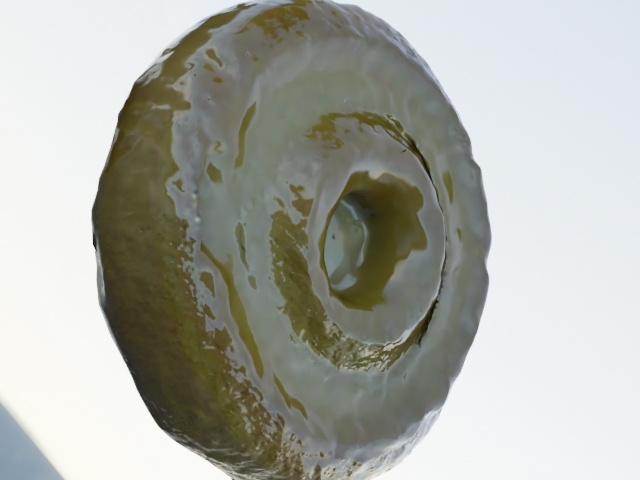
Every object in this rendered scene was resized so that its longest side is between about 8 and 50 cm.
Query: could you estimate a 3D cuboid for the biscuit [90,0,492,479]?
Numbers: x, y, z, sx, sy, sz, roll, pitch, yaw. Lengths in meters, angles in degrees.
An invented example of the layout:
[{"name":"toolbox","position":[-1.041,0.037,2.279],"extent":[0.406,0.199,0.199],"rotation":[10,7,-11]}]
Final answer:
[{"name":"biscuit","position":[0.000,0.000,0.914],"extent":[0.102,0.296,0.296],"rotation":[-5,-53,41]}]
